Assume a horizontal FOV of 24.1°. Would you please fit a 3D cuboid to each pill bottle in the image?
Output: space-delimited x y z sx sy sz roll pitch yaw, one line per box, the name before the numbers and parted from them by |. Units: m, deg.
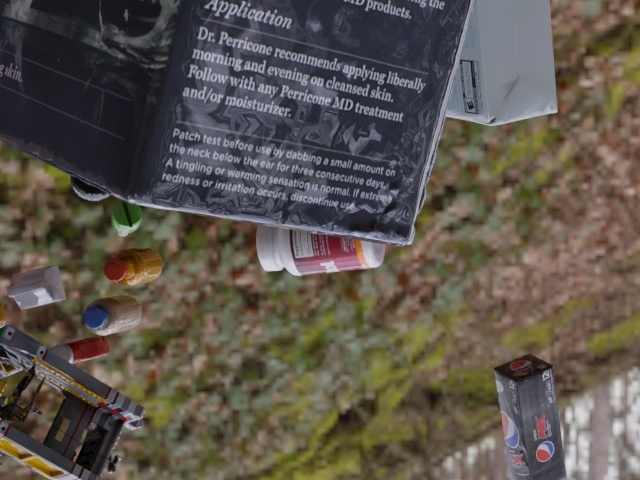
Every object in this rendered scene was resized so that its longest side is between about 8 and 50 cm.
pill bottle | 0.000 0.000 1.911 0.152 0.086 0.086 -6 -164 18

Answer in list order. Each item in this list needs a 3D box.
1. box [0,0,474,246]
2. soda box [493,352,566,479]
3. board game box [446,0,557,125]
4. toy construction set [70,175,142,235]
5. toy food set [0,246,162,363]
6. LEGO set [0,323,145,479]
box | -0.111 -0.292 1.269 0.297 0.471 0.480 9 -171 -41
soda box | 0.269 0.234 1.913 0.060 0.168 0.053 -20 -156 -23
board game box | 0.120 -0.252 1.607 0.098 0.224 0.303 -14 -163 -27
toy construction set | -0.201 -0.216 1.741 0.309 0.257 0.237 -44 174 -21
toy food set | -0.285 0.081 1.601 0.232 0.111 0.104 -14 178 13
LEGO set | -0.311 0.248 1.447 0.255 0.192 0.331 -31 -148 46
